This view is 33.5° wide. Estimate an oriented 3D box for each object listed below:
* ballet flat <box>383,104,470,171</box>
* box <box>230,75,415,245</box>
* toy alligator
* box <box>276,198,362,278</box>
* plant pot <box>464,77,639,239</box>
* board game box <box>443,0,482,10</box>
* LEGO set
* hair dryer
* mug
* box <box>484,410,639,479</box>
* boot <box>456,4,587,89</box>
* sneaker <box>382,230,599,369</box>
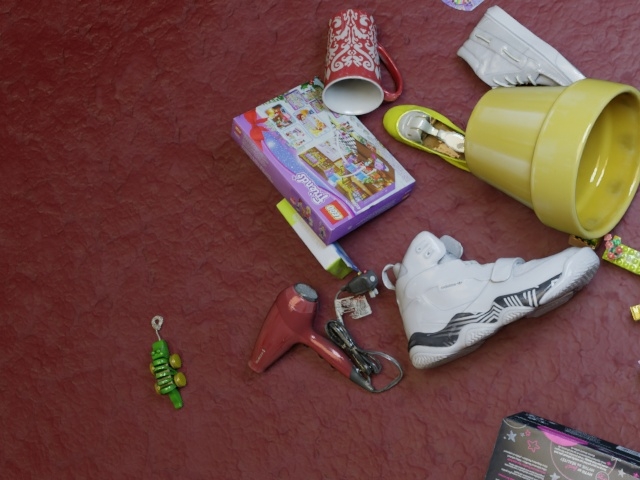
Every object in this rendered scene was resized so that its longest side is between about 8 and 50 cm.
[{"bbox_3d":[0.208,-0.192,1.919,0.231,0.077,0.077,29,93,22],"label":"ballet flat"},{"bbox_3d":[0.002,-0.151,1.945,0.201,0.057,0.293,-30,67,-26],"label":"box"},{"bbox_3d":[-0.307,0.234,2.060,0.056,0.051,0.190,-22,75,16],"label":"toy alligator"},{"bbox_3d":[0.000,0.000,1.950,0.042,0.109,0.178,-40,70,7],"label":"box"},{"bbox_3d":[0.380,-0.153,1.771,0.239,0.254,0.254,20,89,37],"label":"plant pot"},{"bbox_3d":[0.279,-0.512,1.966,0.168,0.033,0.133,-39,71,11],"label":"board game box"},{"bbox_3d":[0.521,0.071,1.744,0.132,0.107,0.287,-31,73,14],"label":"LEGO set"},{"bbox_3d":[-0.010,0.185,1.936,0.293,0.080,0.223,-14,87,26],"label":"hair dryer"},{"bbox_3d":[0.069,-0.325,1.976,0.113,0.150,0.169,-21,55,32],"label":"mug"},{"bbox_3d":[0.404,0.385,1.709,0.247,0.163,0.142,18,92,22],"label":"box"},{"bbox_3d":[0.360,-0.297,1.880,0.258,0.095,0.123,46,105,29],"label":"boot"},{"bbox_3d":[0.275,0.056,1.813,0.366,0.137,0.210,-32,74,22],"label":"sneaker"}]
